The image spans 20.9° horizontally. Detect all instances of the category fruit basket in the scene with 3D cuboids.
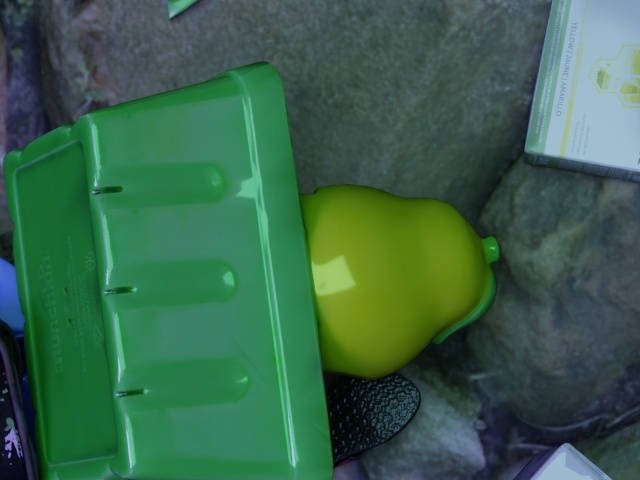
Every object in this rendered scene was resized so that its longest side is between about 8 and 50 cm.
[{"bbox_3d":[-0.052,0.043,1.483,0.392,0.283,0.392,8,75,-34],"label":"fruit basket"}]

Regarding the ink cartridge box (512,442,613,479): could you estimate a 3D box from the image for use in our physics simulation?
[{"bbox_3d":[0.199,0.306,1.435,0.197,0.270,0.198,42,85,8],"label":"ink cartridge box"}]

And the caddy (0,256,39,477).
[{"bbox_3d":[-0.374,0.156,1.532,0.341,0.179,0.241,-38,80,-3],"label":"caddy"}]

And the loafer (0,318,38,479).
[{"bbox_3d":[-0.279,0.211,1.418,0.109,0.095,0.303,-4,91,-17],"label":"loafer"}]

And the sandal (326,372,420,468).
[{"bbox_3d":[0.014,0.178,1.586,0.179,0.040,0.067,-37,75,11],"label":"sandal"}]

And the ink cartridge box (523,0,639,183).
[{"bbox_3d":[0.318,-0.136,1.611,0.235,0.056,0.171,11,81,6],"label":"ink cartridge box"}]

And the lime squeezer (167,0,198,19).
[{"bbox_3d":[0.006,-0.276,1.646,0.310,0.059,0.110,-3,80,1],"label":"lime squeezer"}]
